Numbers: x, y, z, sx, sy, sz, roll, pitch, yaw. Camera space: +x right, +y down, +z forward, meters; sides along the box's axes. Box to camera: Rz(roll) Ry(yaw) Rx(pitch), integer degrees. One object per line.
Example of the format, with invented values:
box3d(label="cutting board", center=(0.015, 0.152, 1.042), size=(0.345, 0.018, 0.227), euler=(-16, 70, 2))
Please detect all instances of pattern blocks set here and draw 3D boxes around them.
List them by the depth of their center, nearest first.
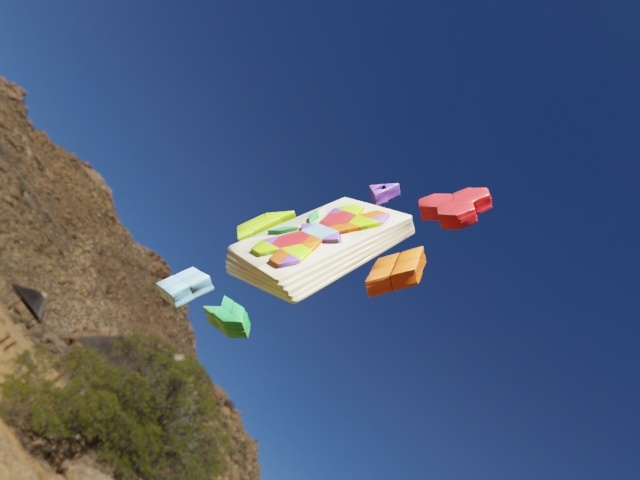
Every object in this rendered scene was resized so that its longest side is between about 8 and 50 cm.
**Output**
box3d(label="pattern blocks set", center=(0.000, 0.000, 0.566), size=(0.285, 0.325, 0.026), euler=(9, -58, 44))
